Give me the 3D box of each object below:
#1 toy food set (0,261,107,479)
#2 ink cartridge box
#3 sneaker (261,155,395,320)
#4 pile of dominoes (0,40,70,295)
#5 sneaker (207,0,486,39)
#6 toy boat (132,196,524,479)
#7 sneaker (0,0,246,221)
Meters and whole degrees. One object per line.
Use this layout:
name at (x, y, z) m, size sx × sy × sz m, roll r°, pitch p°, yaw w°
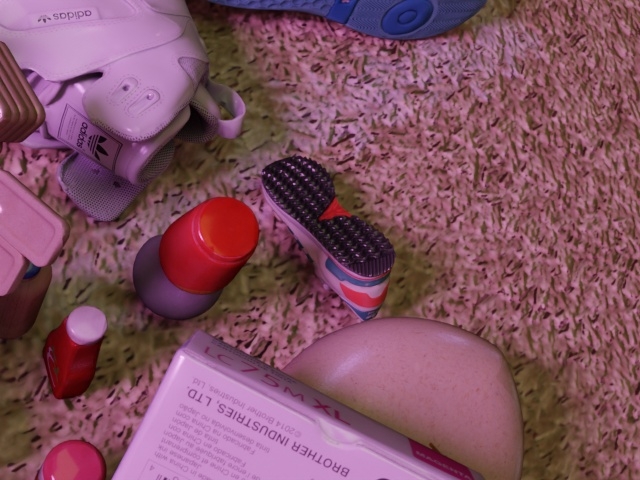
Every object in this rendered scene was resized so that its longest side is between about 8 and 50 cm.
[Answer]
toy food set at (-0.193, 0.086, 0.635) m, size 0.111 × 0.104 × 0.232 m, roll -6°, pitch 67°, yaw -27°
ink cartridge box at (-0.060, 0.228, 0.566) m, size 0.186 × 0.065 × 0.311 m, roll 28°, pitch 95°, yaw -1°
sneaker at (0.000, 0.000, 0.804) m, size 0.057 × 0.075 × 0.161 m, roll -22°, pitch 47°, yaw -24°
pile of dominoes at (-0.265, -0.015, 0.607) m, size 0.196 × 0.251 × 0.040 m, roll 58°, pitch 21°, yaw 9°
sneaker at (0.006, -0.306, 0.930) m, size 0.319 × 0.127 × 0.208 m, roll 5°, pitch 55°, yaw -32°
toy boat at (-0.009, 0.112, 0.700) m, size 0.267 × 0.148 × 0.318 m, roll -37°, pitch 90°, yaw -30°
sneaker at (-0.226, -0.114, 0.708) m, size 0.366 × 0.137 × 0.210 m, roll -23°, pitch 72°, yaw -36°
